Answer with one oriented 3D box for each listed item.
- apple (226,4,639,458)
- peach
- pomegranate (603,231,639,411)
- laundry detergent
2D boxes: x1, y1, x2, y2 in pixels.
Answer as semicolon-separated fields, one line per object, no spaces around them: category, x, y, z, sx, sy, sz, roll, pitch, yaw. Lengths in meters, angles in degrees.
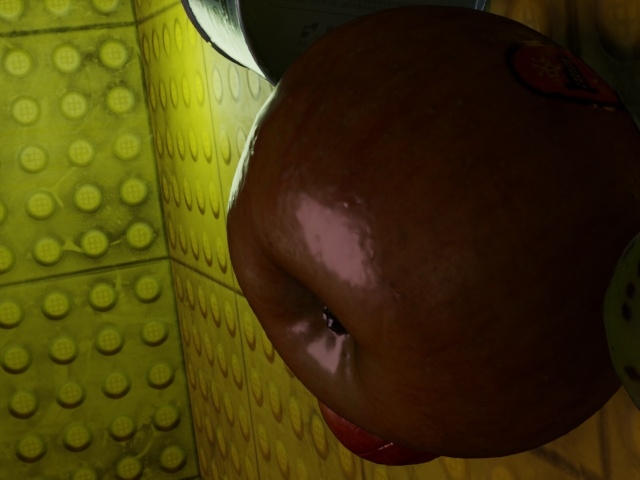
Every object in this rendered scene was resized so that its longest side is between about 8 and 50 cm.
apple;0.094;-0.006;0.875;0.400;0.333;0.400;29;126;49
peach;0.092;0.193;1.247;0.192;0.190;0.190;64;157;8
pomegranate;0.297;0.033;0.633;0.263;0.211;0.211;-59;-5;-35
laundry detergent;-0.007;-0.311;1.115;0.305;0.287;0.287;-137;42;-58
